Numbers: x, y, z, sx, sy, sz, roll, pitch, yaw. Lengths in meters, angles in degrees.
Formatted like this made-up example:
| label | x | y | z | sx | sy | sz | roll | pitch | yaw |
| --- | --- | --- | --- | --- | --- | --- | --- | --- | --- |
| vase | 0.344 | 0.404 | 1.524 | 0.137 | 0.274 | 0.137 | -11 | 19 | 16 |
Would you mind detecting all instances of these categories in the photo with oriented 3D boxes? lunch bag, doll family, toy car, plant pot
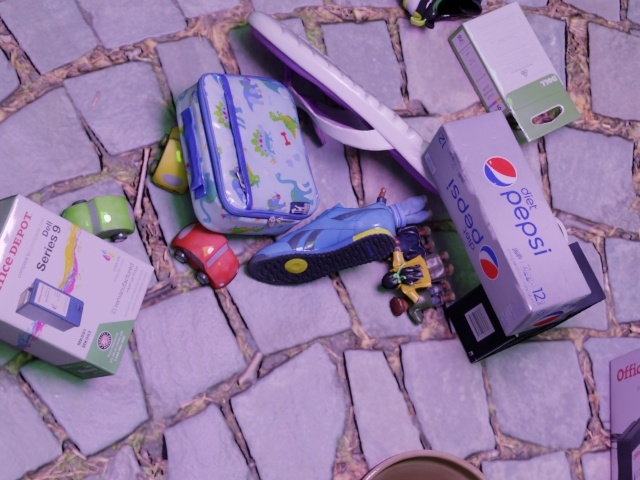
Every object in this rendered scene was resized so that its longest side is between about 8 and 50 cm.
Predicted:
| label | x | y | z | sx | sy | sz | roll | pitch | yaw |
| --- | --- | --- | --- | --- | --- | --- | --- | --- | --- |
| lunch bag | -0.103 | -0.116 | 1.739 | 0.176 | 0.090 | 0.219 | 5 | 65 | -40 |
| doll family | 0.118 | 0.020 | 1.813 | 0.111 | 0.076 | 0.193 | -15 | 73 | -18 |
| toy car | -0.233 | -0.039 | 1.719 | 0.225 | 0.053 | 0.239 | -11 | 77 | -22 |
| plant pot | 0.125 | 0.397 | 1.669 | 0.237 | 0.110 | 0.237 | 6 | 72 | -17 |

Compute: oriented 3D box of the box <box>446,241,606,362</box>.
| label | x | y | z | sx | sy | sz | roll | pitch | yaw |
| --- | --- | --- | --- | --- | --- | --- | --- | --- | --- |
| box | 0.286 | 0.088 | 1.798 | 0.158 | 0.156 | 0.093 | -20 | 79 | -24 |

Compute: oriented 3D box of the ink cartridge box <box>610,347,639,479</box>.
| label | x | y | z | sx | sy | sz | roll | pitch | yaw |
| --- | --- | --- | --- | --- | --- | --- | --- | --- | --- |
| ink cartridge box | 0.509 | 0.295 | 1.769 | 0.129 | 0.223 | 0.307 | 9 | 70 | -15 |

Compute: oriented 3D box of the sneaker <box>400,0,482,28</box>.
| label | x | y | z | sx | sy | sz | roll | pitch | yaw |
| --- | --- | --- | --- | --- | --- | --- | --- | --- | --- |
| sneaker | 0.232 | -0.384 | 1.969 | 0.234 | 0.084 | 0.097 | -25 | 66 | -13 |

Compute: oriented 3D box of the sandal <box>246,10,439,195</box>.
| label | x | y | z | sx | sy | sz | roll | pitch | yaw |
| --- | --- | --- | --- | --- | --- | --- | --- | --- | --- |
| sandal | 0.042 | -0.168 | 1.818 | 0.416 | 0.169 | 0.102 | 40 | 97 | -2 |

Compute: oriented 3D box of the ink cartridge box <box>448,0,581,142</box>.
| label | x | y | z | sx | sy | sz | roll | pitch | yaw |
| --- | --- | --- | --- | --- | --- | --- | --- | --- | --- |
| ink cartridge box | 0.296 | -0.250 | 1.962 | 0.109 | 0.062 | 0.209 | -25 | 83 | -24 |

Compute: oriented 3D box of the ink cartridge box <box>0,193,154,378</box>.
| label | x | y | z | sx | sy | sz | roll | pitch | yaw |
| --- | --- | --- | --- | --- | --- | --- | --- | --- | --- |
| ink cartridge box | -0.335 | 0.060 | 1.595 | 0.212 | 0.093 | 0.154 | 32 | 64 | -29 |

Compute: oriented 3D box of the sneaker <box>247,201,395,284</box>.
| label | x | y | z | sx | sy | sz | roll | pitch | yaw |
| --- | --- | --- | --- | --- | --- | --- | --- | --- | --- |
| sneaker | 0.000 | 0.000 | 1.761 | 0.209 | 0.069 | 0.082 | -16 | 51 | 7 |

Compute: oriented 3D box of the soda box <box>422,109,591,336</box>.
| label | x | y | z | sx | sy | sz | roll | pitch | yaw |
| --- | --- | --- | --- | --- | --- | --- | --- | --- | --- |
| soda box | 0.242 | -0.025 | 1.694 | 0.098 | 0.091 | 0.286 | -15 | 68 | -22 |

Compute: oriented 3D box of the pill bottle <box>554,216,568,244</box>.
| label | x | y | z | sx | sy | sz | roll | pitch | yaw |
| --- | --- | --- | --- | --- | --- | --- | --- | --- | --- |
| pill bottle | 0.299 | 0.008 | 1.878 | 0.116 | 0.065 | 0.065 | -15 | 78 | -23 |
